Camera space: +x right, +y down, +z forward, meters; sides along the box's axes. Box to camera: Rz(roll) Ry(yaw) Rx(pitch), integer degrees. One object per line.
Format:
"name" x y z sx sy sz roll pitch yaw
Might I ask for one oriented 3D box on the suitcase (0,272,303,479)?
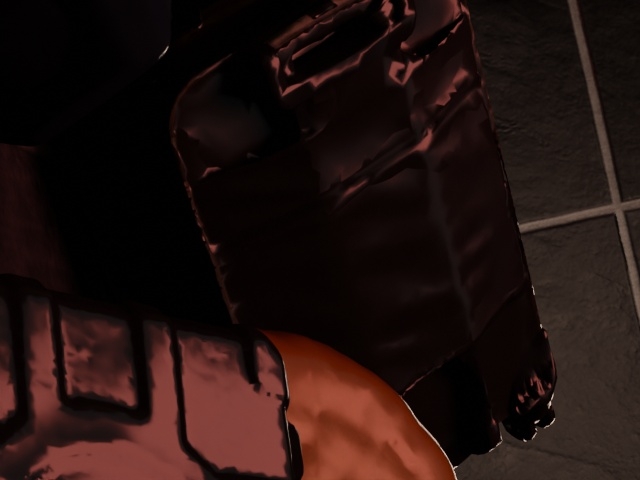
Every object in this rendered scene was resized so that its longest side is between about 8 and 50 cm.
"suitcase" -0.079 0.152 0.623 0.206 0.066 0.285 15 55 -43

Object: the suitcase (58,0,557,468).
"suitcase" 0.000 0.000 1.291 0.194 0.283 0.434 22 -43 45

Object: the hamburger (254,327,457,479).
"hamburger" -0.048 0.167 0.832 0.246 0.170 0.246 23 51 -32

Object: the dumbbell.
"dumbbell" -0.150 -0.199 0.825 0.144 0.160 0.325 116 -27 -46
